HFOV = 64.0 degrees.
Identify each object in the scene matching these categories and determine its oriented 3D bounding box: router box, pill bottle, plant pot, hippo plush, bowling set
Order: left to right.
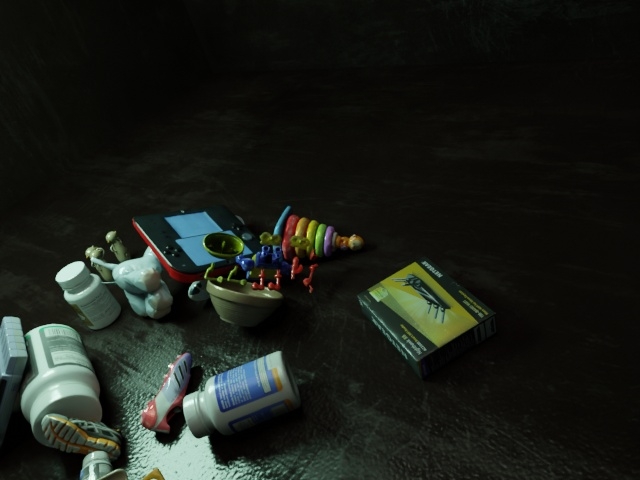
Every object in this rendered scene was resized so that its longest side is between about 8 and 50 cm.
[{"bbox_3d":[-0.770,0.417,1.500,0.204,0.204,0.361,-33,37,-18],"label":"pill bottle"},{"bbox_3d":[-0.815,0.192,1.795,0.131,0.229,0.131,-13,36,10],"label":"pill bottle"},{"bbox_3d":[-0.909,0.105,2.018,0.200,0.154,0.287,-7,37,17],"label":"bowling set"},{"bbox_3d":[-0.554,0.599,1.268,0.078,0.078,0.137,-26,36,-9],"label":"pill bottle"},{"bbox_3d":[-0.576,0.116,1.792,0.294,0.234,0.236,14,43,27],"label":"hippo plush"},{"bbox_3d":[-0.200,0.399,1.302,0.272,0.152,0.152,-21,36,-2],"label":"pill bottle"},{"bbox_3d":[-0.241,0.197,1.581,0.237,0.109,0.237,14,3,-1],"label":"plant pot"},{"bbox_3d":[0.282,0.198,1.398,0.243,0.081,0.309,-29,37,-12],"label":"router box"}]

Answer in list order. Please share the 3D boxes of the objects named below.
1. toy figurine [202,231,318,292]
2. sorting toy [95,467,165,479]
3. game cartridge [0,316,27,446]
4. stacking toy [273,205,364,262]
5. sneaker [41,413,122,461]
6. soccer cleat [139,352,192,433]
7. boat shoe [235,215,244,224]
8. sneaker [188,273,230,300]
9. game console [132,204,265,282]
[{"bbox_3d":[-0.208,0.103,1.666,0.363,0.217,0.191,5,64,-14],"label":"toy figurine"},{"bbox_3d":[-0.496,0.650,1.158,0.348,0.047,0.196,-25,67,-8],"label":"sorting toy"},{"bbox_3d":[-0.939,0.432,1.493,0.230,0.068,0.355,37,108,53],"label":"game cartridge"},{"bbox_3d":[0.000,0.000,1.760,0.302,0.175,0.165,7,36,12],"label":"stacking toy"},{"bbox_3d":[-0.625,0.509,1.350,0.084,0.215,0.083,-52,18,16],"label":"sneaker"},{"bbox_3d":[-0.412,0.428,1.443,0.095,0.083,0.248,21,40,4],"label":"soccer cleat"},{"bbox_3d":[-0.438,-0.008,1.993,0.302,0.109,0.094,-27,-8,-25],"label":"boat shoe"},{"bbox_3d":[-0.422,0.123,1.819,0.153,0.094,0.235,4,42,31],"label":"sneaker"},{"bbox_3d":[-0.409,-0.005,1.795,0.387,0.060,0.342,-12,49,-45],"label":"game console"}]
